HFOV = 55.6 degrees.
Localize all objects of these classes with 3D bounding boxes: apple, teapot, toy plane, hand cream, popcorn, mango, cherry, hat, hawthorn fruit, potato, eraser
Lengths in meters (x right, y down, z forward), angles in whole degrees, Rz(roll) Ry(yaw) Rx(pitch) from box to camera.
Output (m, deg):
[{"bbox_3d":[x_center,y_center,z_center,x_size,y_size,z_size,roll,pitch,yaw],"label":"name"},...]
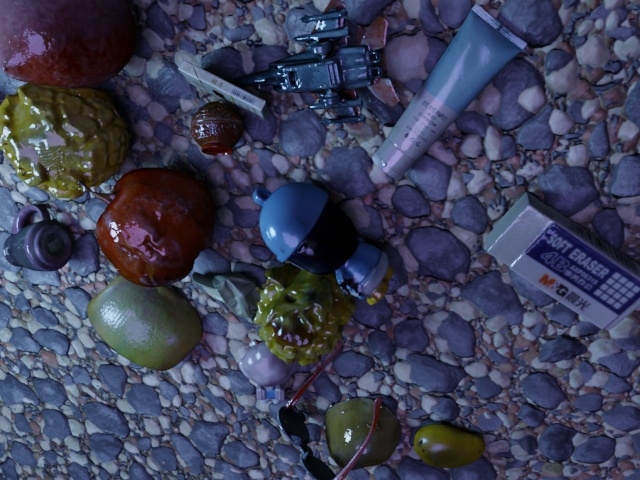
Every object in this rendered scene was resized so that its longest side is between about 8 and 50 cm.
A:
[{"bbox_3d":[-0.407,0.188,1.407,0.265,0.120,0.193,37,108,-8],"label":"apple"},{"bbox_3d":[-0.659,0.004,1.381,0.146,0.116,0.148,-7,119,29],"label":"teapot"},{"bbox_3d":[-0.029,-0.291,1.064,0.327,0.104,0.222,-4,116,17],"label":"toy plane"},{"bbox_3d":[0.208,-0.248,1.058,0.111,0.070,0.312,38,111,-4],"label":"hand cream"},{"bbox_3d":[-0.505,-0.198,1.200,0.250,0.190,0.250,2,105,9],"label":"popcorn"},{"bbox_3d":[0.294,0.470,1.384,0.161,0.076,0.103,2,111,5],"label":"mango"},{"bbox_3d":[-0.455,-0.378,1.063,0.239,0.239,0.206,39,112,-6],"label":"cherry"},{"bbox_3d":[-0.203,0.111,1.345,0.166,0.081,0.122,22,160,20],"label":"hat"},{"bbox_3d":[-0.348,-0.045,1.190,0.272,0.241,0.242,38,121,-25],"label":"hawthorn fruit"},{"bbox_3d":[-0.036,0.146,1.258,0.189,0.218,0.169,28,166,18],"label":"popcorn"},{"bbox_3d":[0.086,0.477,1.421,0.202,0.117,0.182,-28,109,25],"label":"potato"},{"bbox_3d":[0.455,0.039,1.115,0.279,0.081,0.124,33,120,-3],"label":"eraser"}]

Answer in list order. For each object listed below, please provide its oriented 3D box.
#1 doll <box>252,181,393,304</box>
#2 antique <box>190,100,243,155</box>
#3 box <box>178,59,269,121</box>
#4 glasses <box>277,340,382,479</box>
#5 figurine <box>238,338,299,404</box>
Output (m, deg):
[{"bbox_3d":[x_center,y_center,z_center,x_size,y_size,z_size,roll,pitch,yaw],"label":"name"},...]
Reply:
[{"bbox_3d":[0.000,0.000,1.167,0.314,0.177,0.141,39,133,-10],"label":"doll"},{"bbox_3d":[-0.197,-0.216,1.152,0.104,0.104,0.104,6,118,12],"label":"antique"},{"bbox_3d":[-0.175,-0.276,1.122,0.167,0.090,0.024,27,89,0],"label":"box"},{"bbox_3d":[0.038,0.390,1.357,0.118,0.234,0.268,23,111,-44],"label":"glasses"},{"bbox_3d":[-0.118,0.298,1.390,0.138,0.112,0.228,7,128,6],"label":"figurine"}]
